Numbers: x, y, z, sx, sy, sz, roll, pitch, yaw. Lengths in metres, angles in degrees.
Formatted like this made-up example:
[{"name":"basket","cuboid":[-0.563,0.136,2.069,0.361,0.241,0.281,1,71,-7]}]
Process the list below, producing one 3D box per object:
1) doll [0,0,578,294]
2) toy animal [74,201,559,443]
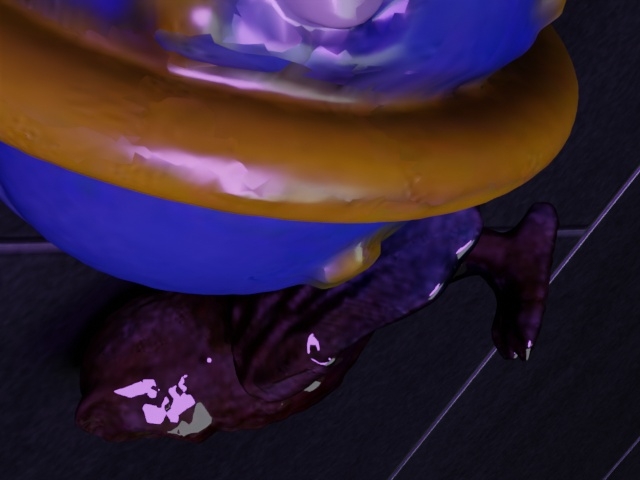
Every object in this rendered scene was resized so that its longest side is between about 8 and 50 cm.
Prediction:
[{"name":"doll","cuboid":[-0.026,-0.089,0.405,0.311,0.159,0.242,-6,138,-48]},{"name":"toy animal","cuboid":[-0.008,0.004,0.700,0.180,0.116,0.218,-14,-177,1]}]
